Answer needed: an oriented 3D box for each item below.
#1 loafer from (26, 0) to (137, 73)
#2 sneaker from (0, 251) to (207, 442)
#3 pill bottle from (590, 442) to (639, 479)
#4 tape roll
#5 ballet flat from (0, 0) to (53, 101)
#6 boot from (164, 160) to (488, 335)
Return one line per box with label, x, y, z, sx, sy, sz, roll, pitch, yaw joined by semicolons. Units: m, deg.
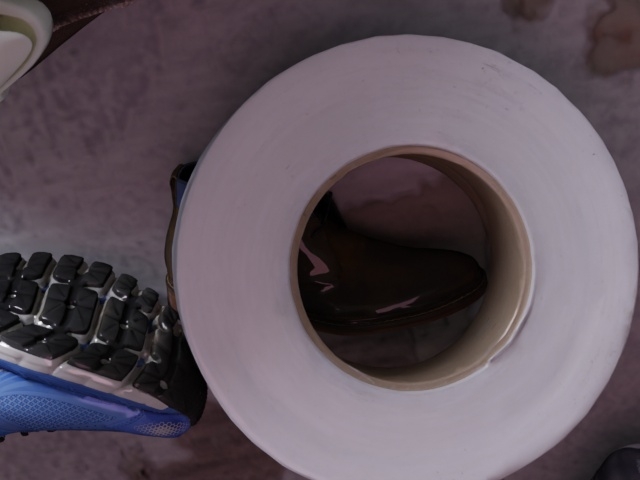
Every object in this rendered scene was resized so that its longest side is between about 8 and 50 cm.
loafer;-0.198;-0.168;1.053;0.365;0.134;0.130;-10;144;17
sneaker;-0.235;0.092;1.168;0.330;0.130;0.147;8;119;12
pill bottle;0.227;0.235;1.228;0.130;0.130;0.246;26;115;-11
tape roll;0.050;0.017;1.074;0.286;0.100;0.286;0;91;-7
ballet flat;-0.195;-0.161;0.889;0.147;0.147;0.409;11;108;-4
boot;0.000;0.000;1.141;0.219;0.082;0.106;-2;120;5
